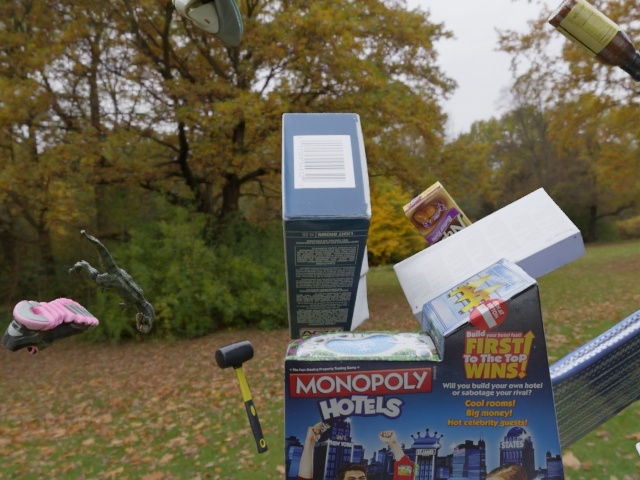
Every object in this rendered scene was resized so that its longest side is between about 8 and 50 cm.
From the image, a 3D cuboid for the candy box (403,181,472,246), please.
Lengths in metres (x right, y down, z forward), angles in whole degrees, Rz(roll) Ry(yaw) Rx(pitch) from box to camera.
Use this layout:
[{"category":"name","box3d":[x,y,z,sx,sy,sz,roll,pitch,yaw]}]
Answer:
[{"category":"candy box","box3d":[0.302,-0.038,1.248,0.109,0.186,0.053,-38,19,17]}]

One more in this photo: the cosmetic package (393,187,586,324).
[{"category":"cosmetic package","box3d":[0.232,0.030,0.724,0.239,0.099,0.060,-29,-50,12]}]

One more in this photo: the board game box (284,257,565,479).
[{"category":"board game box","box3d":[0.074,0.110,0.341,0.194,0.194,0.060,1,13,-2]}]

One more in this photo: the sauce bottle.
[{"category":"sauce bottle","box3d":[0.325,-0.231,0.590,0.128,0.042,0.042,36,-7,-5]}]

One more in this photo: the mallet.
[{"category":"mallet","box3d":[-0.119,0.263,0.877,0.062,0.189,0.039,-21,-3,-42]}]

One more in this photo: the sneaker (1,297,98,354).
[{"category":"sneaker","box3d":[-0.297,0.097,0.562,0.047,0.057,0.119,33,1,16]}]

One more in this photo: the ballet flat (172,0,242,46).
[{"category":"ballet flat","box3d":[-0.137,-0.282,0.550,0.068,0.072,0.213,-47,-17,-17]}]

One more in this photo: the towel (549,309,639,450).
[{"category":"towel","box3d":[0.350,0.170,0.633,0.243,0.040,0.336,-31,-40,-6]}]

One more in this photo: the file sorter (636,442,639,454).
[{"category":"file sorter","box3d":[0.743,0.380,0.880,0.173,0.277,0.193,35,25,-8]}]

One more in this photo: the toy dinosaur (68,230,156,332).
[{"category":"toy dinosaur","box3d":[-0.423,0.075,1.020,0.118,0.268,0.064,1,43,30]}]

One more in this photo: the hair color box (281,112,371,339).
[{"category":"hair color box","box3d":[0.000,0.000,0.754,0.105,0.173,0.347,-1,-33,-3]}]

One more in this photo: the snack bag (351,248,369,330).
[{"category":"snack bag","box3d":[0.069,0.134,1.482,0.037,0.342,0.323,4,16,28]}]
